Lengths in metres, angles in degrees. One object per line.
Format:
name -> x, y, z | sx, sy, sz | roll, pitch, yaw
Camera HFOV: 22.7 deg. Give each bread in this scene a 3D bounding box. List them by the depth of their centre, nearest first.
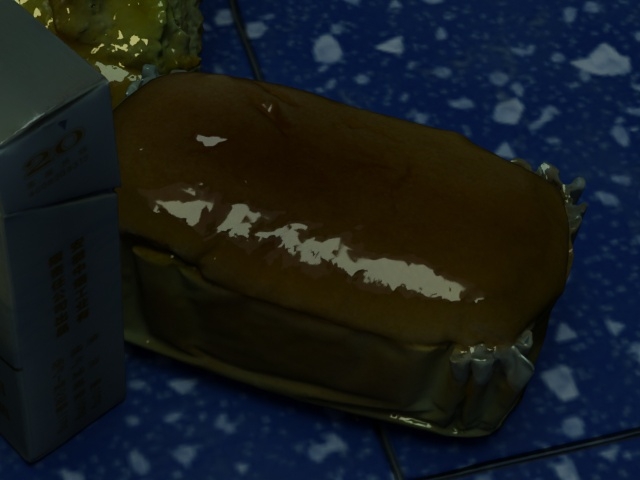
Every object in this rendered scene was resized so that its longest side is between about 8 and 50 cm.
bread -> 0.000, 0.000, 0.787 | 0.241, 0.107, 0.136 | 17, 51, 7

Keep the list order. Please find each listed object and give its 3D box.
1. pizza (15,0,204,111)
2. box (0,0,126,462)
pizza -> -0.143, -0.227, 0.840 | 0.280, 0.288, 0.075 | 32, 27, 15
box -> -0.158, -0.020, 0.704 | 0.149, 0.233, 0.067 | 39, 60, 22
